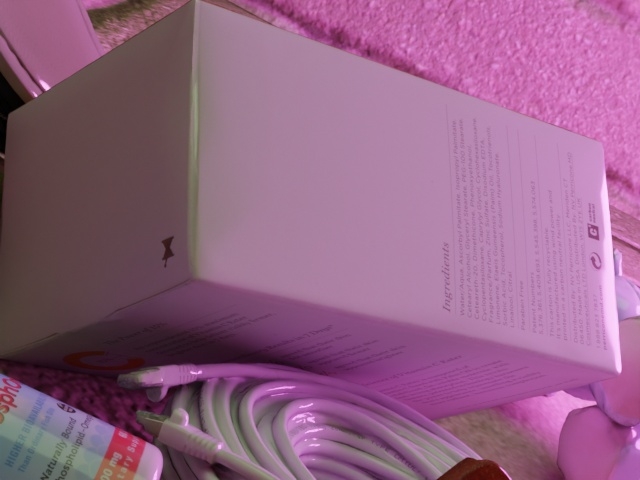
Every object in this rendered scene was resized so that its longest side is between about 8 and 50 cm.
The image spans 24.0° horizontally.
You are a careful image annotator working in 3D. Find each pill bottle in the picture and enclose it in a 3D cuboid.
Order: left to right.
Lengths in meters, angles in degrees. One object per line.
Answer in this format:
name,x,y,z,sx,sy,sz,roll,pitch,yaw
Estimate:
pill bottle,-0.162,0.105,0.710,0.160,0.087,0.087,26,16,-8

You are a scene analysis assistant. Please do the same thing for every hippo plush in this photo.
hippo plush,0.278,0.080,1.270,0.294,0.234,0.236,15,21,-38

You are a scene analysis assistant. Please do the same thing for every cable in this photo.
cable,0.021,0.164,0.840,0.257,0.089,0.257,36,16,24

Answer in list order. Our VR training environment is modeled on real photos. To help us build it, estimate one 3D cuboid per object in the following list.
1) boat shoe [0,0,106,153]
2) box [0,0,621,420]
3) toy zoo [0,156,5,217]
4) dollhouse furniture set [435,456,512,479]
boat shoe,-0.206,-0.107,1.056,0.340,0.113,0.127,51,34,-45
box,-0.003,0.003,0.969,0.345,0.168,0.215,14,-24,-38
toy zoo,-0.323,-0.076,0.910,0.192,0.030,0.293,36,13,16
dollhouse furniture set,0.141,0.281,0.572,0.374,0.152,0.201,52,-8,-18
